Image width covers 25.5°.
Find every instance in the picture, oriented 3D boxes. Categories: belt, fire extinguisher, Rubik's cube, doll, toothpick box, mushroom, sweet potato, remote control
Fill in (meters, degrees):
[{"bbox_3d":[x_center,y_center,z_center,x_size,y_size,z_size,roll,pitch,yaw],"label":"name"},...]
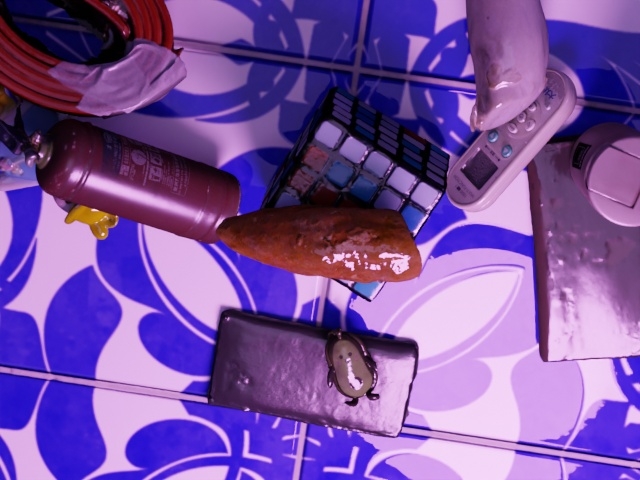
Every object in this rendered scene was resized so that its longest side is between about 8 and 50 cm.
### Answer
[{"bbox_3d":[-0.320,-0.272,1.769,0.324,0.115,0.227,35,87,-7],"label":"belt"},{"bbox_3d":[-0.273,-0.097,1.797,0.344,0.138,0.102,19,121,-32],"label":"fire extinguisher"},{"bbox_3d":[0.040,-0.064,1.808,0.187,0.184,0.182,32,108,-4],"label":"Rubik's cube"},{"bbox_3d":[-0.353,-0.103,1.864,0.241,0.099,0.135,44,69,-8],"label":"doll"},{"bbox_3d":[0.373,-0.085,1.750,0.111,0.180,0.111,0,101,3],"label":"toothpick box"},{"bbox_3d":[0.230,-0.310,1.763,0.109,0.097,0.351,12,108,43],"label":"mushroom"},{"bbox_3d":[0.000,0.000,1.695,0.252,0.097,0.097,6,108,10],"label":"sweet potato"},{"bbox_3d":[0.248,-0.128,1.836,0.042,0.078,0.221,21,114,-47],"label":"remote control"}]

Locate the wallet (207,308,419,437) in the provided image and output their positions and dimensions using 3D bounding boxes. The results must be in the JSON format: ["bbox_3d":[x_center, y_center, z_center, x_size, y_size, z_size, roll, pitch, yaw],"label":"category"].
[{"bbox_3d":[-0.011,0.187,1.971,0.285,0.030,0.146,10,103,2],"label":"wallet"}]

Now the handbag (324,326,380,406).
[{"bbox_3d":[0.038,0.168,1.923,0.072,0.047,0.111,-20,103,5],"label":"handbag"}]

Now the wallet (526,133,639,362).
[{"bbox_3d":[0.363,0.010,1.886,0.165,0.042,0.309,-6,103,4],"label":"wallet"}]
